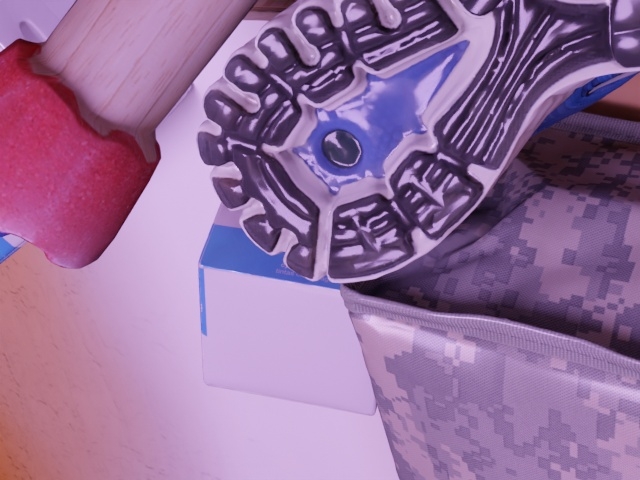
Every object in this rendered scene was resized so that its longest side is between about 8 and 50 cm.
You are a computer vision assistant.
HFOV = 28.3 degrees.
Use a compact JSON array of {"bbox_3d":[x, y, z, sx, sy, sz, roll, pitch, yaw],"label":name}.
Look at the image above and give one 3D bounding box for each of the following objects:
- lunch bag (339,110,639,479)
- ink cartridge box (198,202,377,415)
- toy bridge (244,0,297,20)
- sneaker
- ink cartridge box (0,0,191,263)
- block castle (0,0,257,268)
[{"bbox_3d":[0.181,0.085,0.552,0.287,0.169,0.235,15,138,33],"label":"lunch bag"},{"bbox_3d":[0.000,0.000,0.648,0.090,0.143,0.092,10,137,8],"label":"ink cartridge box"},{"bbox_3d":[-0.014,-0.138,0.600,0.063,0.026,0.188,48,142,-14],"label":"toy bridge"},{"bbox_3d":[0.099,-0.115,0.456,0.330,0.147,0.129,-31,101,31],"label":"sneaker"},{"bbox_3d":[-0.187,-0.082,0.754,0.139,0.082,0.191,47,141,-12],"label":"ink cartridge box"},{"bbox_3d":[-0.250,-0.165,0.391,0.303,0.213,0.453,47,-167,33],"label":"block castle"}]
